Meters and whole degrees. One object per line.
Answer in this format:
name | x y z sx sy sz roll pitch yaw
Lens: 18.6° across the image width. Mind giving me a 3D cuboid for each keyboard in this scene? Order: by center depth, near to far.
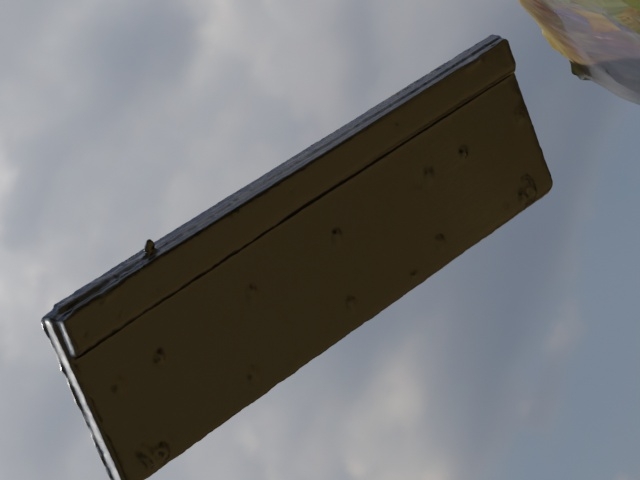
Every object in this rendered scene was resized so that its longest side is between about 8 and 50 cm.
keyboard | 0.000 0.000 0.959 0.310 0.018 0.101 -34 -66 -33

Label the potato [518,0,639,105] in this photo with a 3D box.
potato | 0.145 -0.151 0.759 0.307 0.210 0.173 29 -100 -46
